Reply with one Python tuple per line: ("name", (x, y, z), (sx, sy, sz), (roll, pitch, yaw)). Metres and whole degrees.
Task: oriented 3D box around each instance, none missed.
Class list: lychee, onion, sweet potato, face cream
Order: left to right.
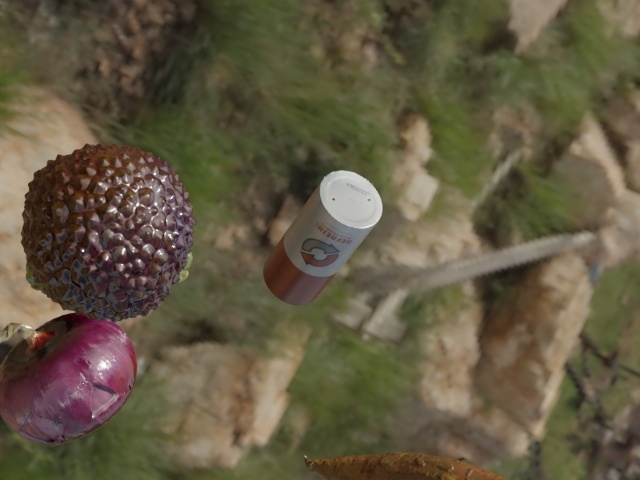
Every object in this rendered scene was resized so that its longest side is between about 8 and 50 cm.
("onion", (-0.305, 0.162, 1.885), (0.177, 0.177, 0.153), (-20, 109, -48))
("lychee", (-0.213, -0.003, 1.604), (0.188, 0.188, 0.188), (-35, 138, -38))
("face cream", (0.000, 0.000, 2.225), (0.096, 0.096, 0.214), (-33, 167, -40))
("sweet potato", (0.121, 0.272, 1.779), (0.066, 0.314, 0.072), (14, 87, -60))

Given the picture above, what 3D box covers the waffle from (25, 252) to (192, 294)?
("waffle", (-0.271, 0.033, 2.023), (0.208, 0.214, 0.054), (92, -10, -79))
